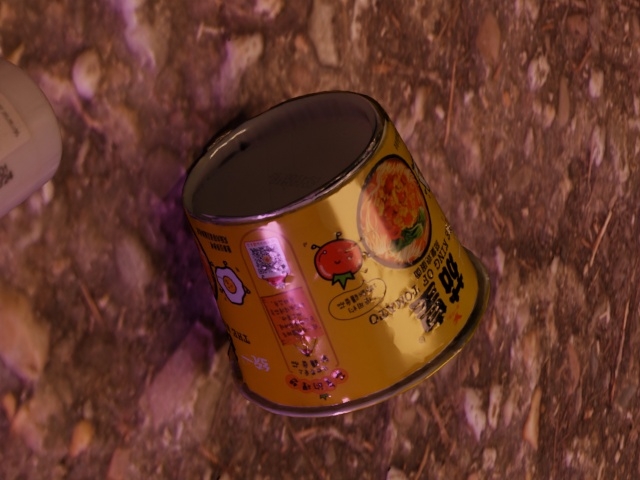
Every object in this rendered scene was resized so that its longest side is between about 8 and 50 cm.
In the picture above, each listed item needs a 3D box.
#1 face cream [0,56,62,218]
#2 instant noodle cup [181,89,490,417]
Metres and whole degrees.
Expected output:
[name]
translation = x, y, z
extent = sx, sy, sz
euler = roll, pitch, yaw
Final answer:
[face cream]
translation = -0.229, 0.004, 0.764
extent = 0.269, 0.082, 0.082
euler = -44, 134, -44
[instant noodle cup]
translation = 0.000, 0.000, 1.068
extent = 0.182, 0.182, 0.144
euler = -53, 130, -38
